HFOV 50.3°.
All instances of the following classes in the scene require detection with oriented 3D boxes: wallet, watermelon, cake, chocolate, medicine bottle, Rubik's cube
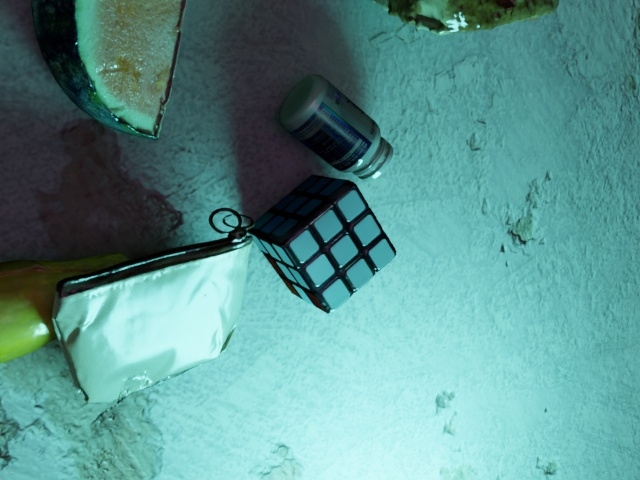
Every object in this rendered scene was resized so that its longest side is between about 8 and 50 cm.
[{"bbox_3d":[-0.242,0.111,1.041,0.335,0.068,0.275,-19,129,-37],"label":"wallet"},{"bbox_3d":[-0.271,-0.284,0.945,0.226,0.148,0.319,-27,116,-12],"label":"watermelon"},{"bbox_3d":[0.217,-0.491,1.056,0.255,0.290,0.282,-21,129,-26],"label":"cake"},{"bbox_3d":[-0.476,0.103,0.941,0.445,0.162,0.162,-18,107,-33],"label":"chocolate"},{"bbox_3d":[0.031,-0.184,1.156,0.191,0.107,0.107,35,83,-28],"label":"medicine bottle"},{"bbox_3d":[0.000,0.000,1.144,0.160,0.162,0.163,-40,115,-14],"label":"Rubik's cube"}]
